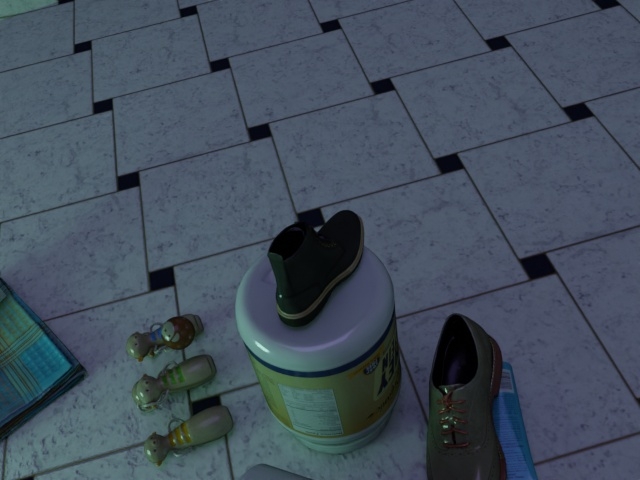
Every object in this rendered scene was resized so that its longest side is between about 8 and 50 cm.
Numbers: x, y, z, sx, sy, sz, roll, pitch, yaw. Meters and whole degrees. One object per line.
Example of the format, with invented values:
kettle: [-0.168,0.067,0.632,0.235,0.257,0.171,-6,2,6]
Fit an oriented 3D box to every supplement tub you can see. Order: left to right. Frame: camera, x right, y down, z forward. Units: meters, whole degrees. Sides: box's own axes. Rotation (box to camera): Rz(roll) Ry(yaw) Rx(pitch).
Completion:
supplement tub: [0.008,0.169,1.079,0.228,0.316,0.228,-5,48,6]

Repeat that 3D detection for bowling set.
bowling set: [-0.270,0.203,1.190,0.154,0.200,0.287,-22,44,-7]

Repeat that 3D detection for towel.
towel: [-0.652,0.229,1.336,0.271,0.040,0.370,-39,53,-24]

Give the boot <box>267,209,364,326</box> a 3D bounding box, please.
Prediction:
boot: [0.000,0.000,0.924,0.076,0.137,0.198,13,51,21]

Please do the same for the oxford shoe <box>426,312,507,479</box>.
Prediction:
oxford shoe: [0.199,0.276,1.050,0.122,0.130,0.349,-13,52,27]

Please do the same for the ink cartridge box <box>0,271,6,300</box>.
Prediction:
ink cartridge box: [-0.690,0.105,1.363,0.061,0.104,0.181,18,54,27]

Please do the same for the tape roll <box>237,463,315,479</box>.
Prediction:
tape roll: [-0.037,0.432,0.903,0.169,0.246,0.246,12,52,20]

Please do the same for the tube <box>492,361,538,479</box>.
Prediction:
tube: [0.288,0.292,1.103,0.080,0.052,0.207,-13,50,19]
